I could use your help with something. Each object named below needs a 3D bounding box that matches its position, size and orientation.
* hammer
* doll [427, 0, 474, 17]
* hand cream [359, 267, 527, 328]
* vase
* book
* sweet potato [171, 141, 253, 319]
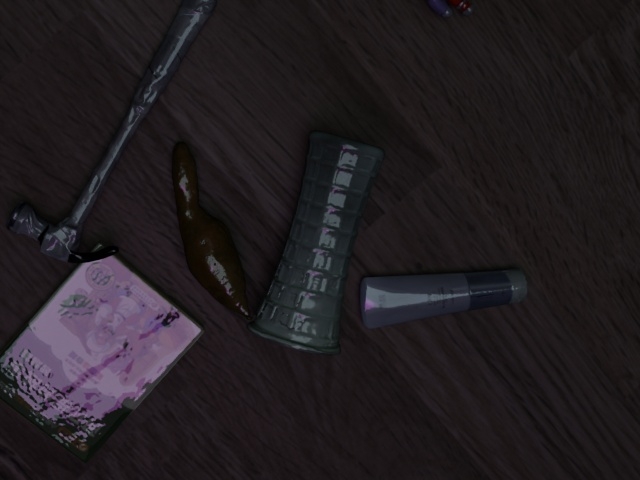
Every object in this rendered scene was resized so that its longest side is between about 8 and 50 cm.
[{"bbox_3d":[-0.270,-0.164,1.445,0.152,0.044,0.427,28,92,-3],"label":"hammer"},{"bbox_3d":[0.138,-0.399,1.466,0.227,0.075,0.102,31,79,-24],"label":"doll"},{"bbox_3d":[0.184,0.082,1.584,0.255,0.048,0.079,-6,96,-7],"label":"hand cream"},{"bbox_3d":[0.000,0.000,1.488,0.143,0.143,0.299,13,95,-13],"label":"vase"},{"bbox_3d":[-0.327,0.162,1.510,0.202,0.027,0.264,42,91,-15],"label":"book"},{"bbox_3d":[-0.166,-0.007,1.488,0.074,0.075,0.270,-21,89,-6],"label":"sweet potato"}]
